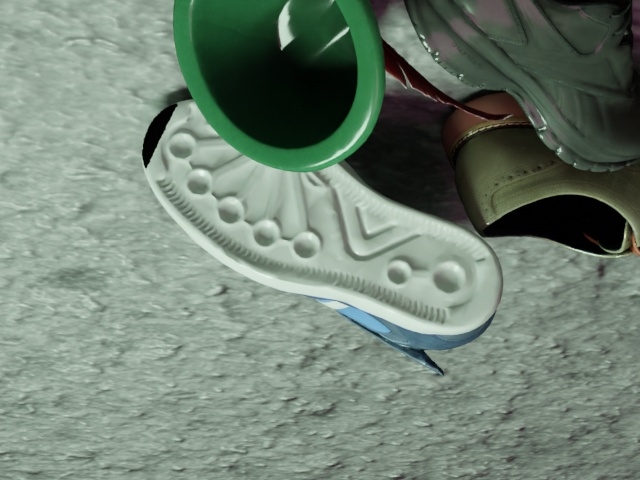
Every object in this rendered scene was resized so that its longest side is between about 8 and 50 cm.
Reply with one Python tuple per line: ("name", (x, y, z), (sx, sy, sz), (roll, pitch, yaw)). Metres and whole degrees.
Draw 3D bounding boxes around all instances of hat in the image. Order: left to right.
("hat", (0.013, -0.156, 1.088), (0.173, 0.183, 0.208), (-3, 112, 33))

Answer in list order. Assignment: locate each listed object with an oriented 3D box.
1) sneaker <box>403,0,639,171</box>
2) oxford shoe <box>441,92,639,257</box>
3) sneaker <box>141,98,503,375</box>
("sneaker", (0.190, -0.145, 1.066), (0.130, 0.109, 0.286), (-35, 139, 29))
("oxford shoe", (0.274, -0.034, 1.220), (0.348, 0.130, 0.123), (3, 147, -12))
("sneaker", (0.001, 0.000, 1.238), (0.323, 0.130, 0.236), (25, 173, 1))
